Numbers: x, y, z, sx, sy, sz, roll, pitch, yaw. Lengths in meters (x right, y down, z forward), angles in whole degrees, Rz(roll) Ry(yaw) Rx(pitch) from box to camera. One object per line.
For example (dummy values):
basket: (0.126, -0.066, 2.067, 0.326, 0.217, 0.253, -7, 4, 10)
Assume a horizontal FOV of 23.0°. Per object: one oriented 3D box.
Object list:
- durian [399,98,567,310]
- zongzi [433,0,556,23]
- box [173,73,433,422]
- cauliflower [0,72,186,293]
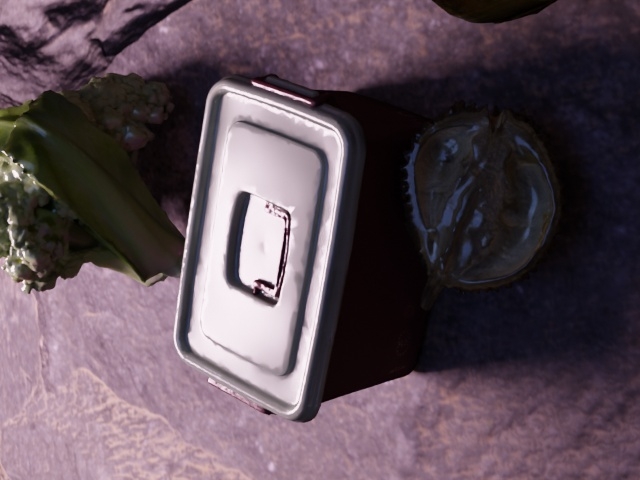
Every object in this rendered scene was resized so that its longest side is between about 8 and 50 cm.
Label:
durian: (0.132, -0.025, 1.331, 0.148, 0.091, 0.188, 27, 95, 11)
zongzi: (0.194, -0.348, 1.224, 0.289, 0.154, 0.318, -14, 66, 48)
box: (0.000, 0.000, 1.417, 0.193, 0.167, 0.294, 25, 112, 42)
cauliflower: (-0.226, -0.032, 1.627, 0.315, 0.256, 0.239, 39, 122, -2)
